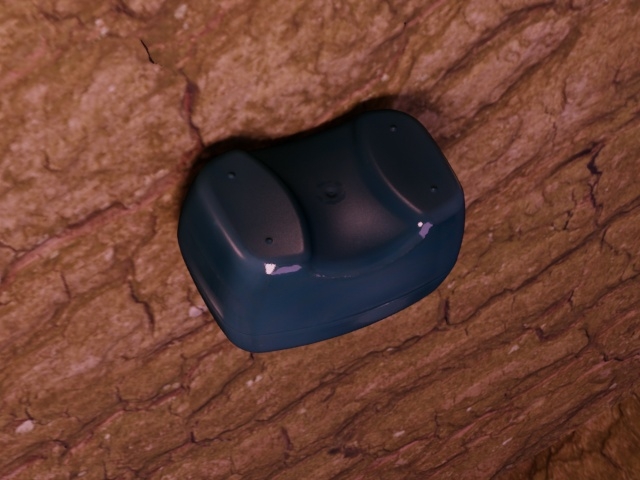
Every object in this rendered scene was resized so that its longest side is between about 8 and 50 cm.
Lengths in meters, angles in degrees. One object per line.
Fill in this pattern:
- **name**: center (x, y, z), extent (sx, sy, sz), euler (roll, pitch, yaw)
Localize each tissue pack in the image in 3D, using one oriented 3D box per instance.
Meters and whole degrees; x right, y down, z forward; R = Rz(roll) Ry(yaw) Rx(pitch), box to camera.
- **tissue pack**: center (0.000, 0.000, 1.576), extent (0.287, 0.198, 0.206), euler (-20, 148, -22)
